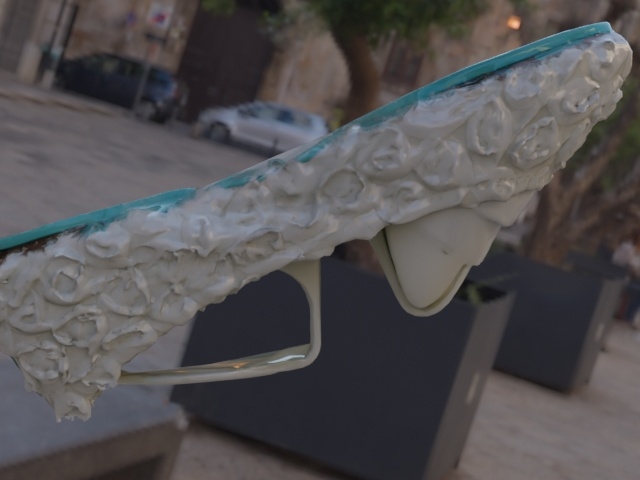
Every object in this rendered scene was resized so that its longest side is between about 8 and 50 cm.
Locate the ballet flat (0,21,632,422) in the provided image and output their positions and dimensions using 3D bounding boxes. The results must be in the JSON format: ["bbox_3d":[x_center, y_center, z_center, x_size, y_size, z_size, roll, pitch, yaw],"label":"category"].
[{"bbox_3d":[0.000,0.000,0.834,0.409,0.147,0.147,-20,4,2],"label":"ballet flat"}]
